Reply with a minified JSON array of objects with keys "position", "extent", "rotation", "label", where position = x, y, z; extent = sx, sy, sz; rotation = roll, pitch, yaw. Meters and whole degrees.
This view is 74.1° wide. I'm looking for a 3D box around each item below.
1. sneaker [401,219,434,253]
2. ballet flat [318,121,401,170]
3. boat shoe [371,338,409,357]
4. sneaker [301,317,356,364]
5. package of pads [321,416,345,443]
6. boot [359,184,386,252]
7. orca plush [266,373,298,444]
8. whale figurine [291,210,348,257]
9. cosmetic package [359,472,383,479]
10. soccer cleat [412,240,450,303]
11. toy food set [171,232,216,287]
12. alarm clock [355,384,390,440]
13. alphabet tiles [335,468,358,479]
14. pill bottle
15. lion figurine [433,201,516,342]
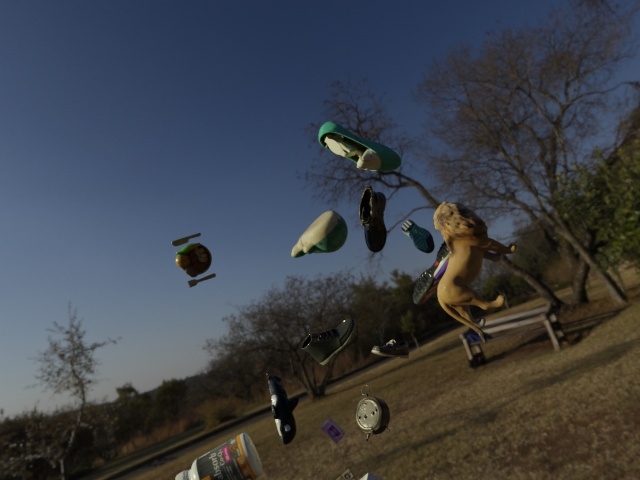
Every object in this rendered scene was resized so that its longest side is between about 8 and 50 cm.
[{"position":[0.433,-0.007,1.796],"extent":[0.083,0.224,0.098],"rotation":[-45,-55,13],"label":"sneaker"},{"position":[0.100,-0.243,1.173],"extent":[0.087,0.247,0.083],"rotation":[-57,-8,-38],"label":"ballet flat"},{"position":[0.262,0.399,1.579],"extent":[0.075,0.065,0.206],"rotation":[-1,-15,45],"label":"boat shoe"},{"position":[0.034,0.371,1.634],"extent":[0.222,0.118,0.083],"rotation":[-50,18,6],"label":"sneaker"},{"position":[0.047,0.714,1.596],"extent":[0.050,0.083,0.032],"rotation":[-50,-10,12],"label":"package of pads"},{"position":[0.186,-0.073,1.582],"extent":[0.091,0.263,0.229],"rotation":[2,7,18],"label":"boot"},{"position":[-0.129,0.642,1.663],"extent":[0.102,0.151,0.287],"rotation":[-20,29,-3],"label":"orca plush"},{"position":[0.000,0.000,1.701],"extent":[0.272,0.141,0.216],"rotation":[-37,13,39],"label":"whale figurine"},{"position":[0.121,0.839,1.270],"extent":[0.060,0.239,0.099],"rotation":[26,-47,1],"label":"cosmetic package"},{"position":[0.481,0.131,1.667],"extent":[0.318,0.116,0.109],"rotation":[-60,11,12],"label":"soccer cleat"},{"position":[-0.485,0.075,1.631],"extent":[0.132,0.192,0.038],"rotation":[-21,7,-10],"label":"toy food set"},{"position":[0.187,0.637,1.595],"extent":[0.129,0.192,0.064],"rotation":[-37,-48,24],"label":"alarm clock"},{"position":[0.109,1.034,1.608],"extent":[0.198,0.237,0.009],"rotation":[-32,-38,-21],"label":"alphabet tiles"},{"position":[-0.362,0.835,1.526],"extent":[0.278,0.162,0.162],"rotation":[-26,-15,-12],"label":"pill bottle"},{"position":[0.429,0.082,1.271],"extent":[0.240,0.393,0.142],"rotation":[18,-19,-4],"label":"lion figurine"}]
